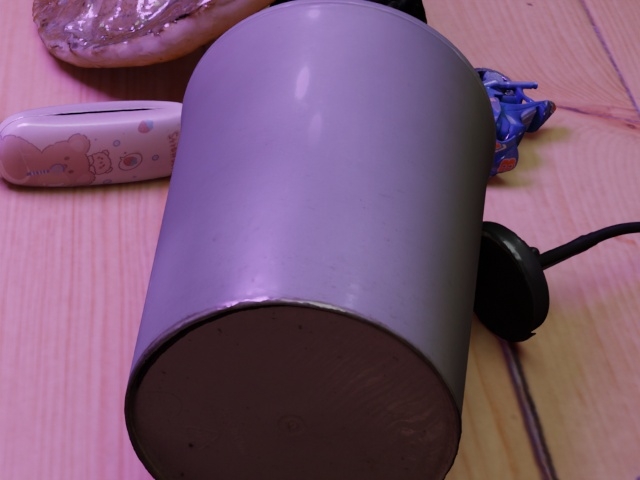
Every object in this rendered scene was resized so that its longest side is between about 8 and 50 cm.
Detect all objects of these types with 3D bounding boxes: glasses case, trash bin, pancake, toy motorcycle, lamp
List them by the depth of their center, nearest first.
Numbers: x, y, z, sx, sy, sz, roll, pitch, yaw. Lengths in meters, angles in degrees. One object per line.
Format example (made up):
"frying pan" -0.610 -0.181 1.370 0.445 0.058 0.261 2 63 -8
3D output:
"trash bin" 0.000 0.000 1.259 0.280 0.280 0.432 11 39 -2
"glasses case" -0.210 -0.093 1.480 0.204 0.081 0.051 -7 42 -21
"lamp" 0.267 0.009 1.497 0.371 0.108 0.130 -19 74 -47
"toy motorcycle" 0.174 -0.124 1.645 0.114 0.076 0.205 33 38 12
"pancake" -0.151 -0.323 1.664 0.387 0.082 0.386 -16 44 17

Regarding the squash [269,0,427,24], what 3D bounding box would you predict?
"squash" 0.026 -0.227 1.637 0.156 0.193 0.193 -17 42 -8
